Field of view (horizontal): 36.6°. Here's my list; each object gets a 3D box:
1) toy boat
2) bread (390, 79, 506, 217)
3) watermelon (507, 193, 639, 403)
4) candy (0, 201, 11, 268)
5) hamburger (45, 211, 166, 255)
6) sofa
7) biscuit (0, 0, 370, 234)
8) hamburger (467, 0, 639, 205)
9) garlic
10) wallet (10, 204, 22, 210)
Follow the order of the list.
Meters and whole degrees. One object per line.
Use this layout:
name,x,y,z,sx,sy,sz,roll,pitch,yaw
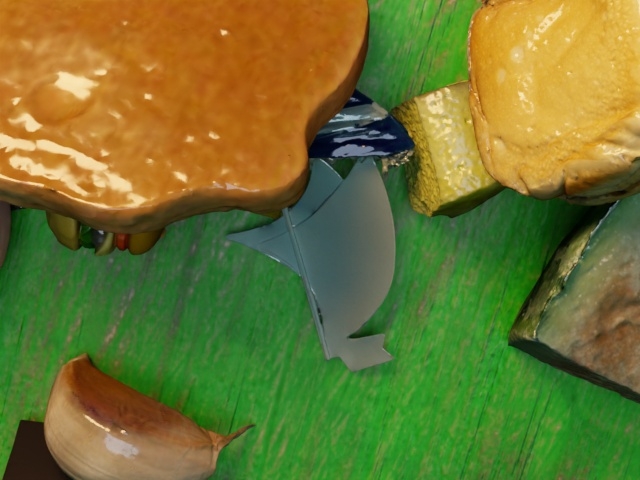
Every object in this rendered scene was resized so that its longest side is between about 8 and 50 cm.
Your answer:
toy boat,0.000,0.000,0.906,0.220,0.067,0.291,-10,106,19
bread,0.129,-0.085,0.884,0.111,0.129,0.114,-22,94,-15
watermelon,0.314,0.039,0.912,0.302,0.151,0.264,36,93,-25
candy,-0.399,-0.019,0.866,0.255,0.094,0.255,2,105,8
hamburger,-0.183,-0.065,0.858,0.115,0.162,0.162,7,99,-8
sofa,-0.232,0.233,0.953,0.147,0.085,0.060,7,140,-4
biscuit,-0.156,-0.171,0.798,0.385,0.062,0.365,15,60,-1
hamburger,0.210,-0.126,0.750,0.108,0.214,0.213,-1,101,-42
garlic,-0.165,0.182,0.914,0.198,0.128,0.090,18,123,-3
wallet,-0.342,-0.147,0.900,0.137,0.031,0.255,-8,98,2
